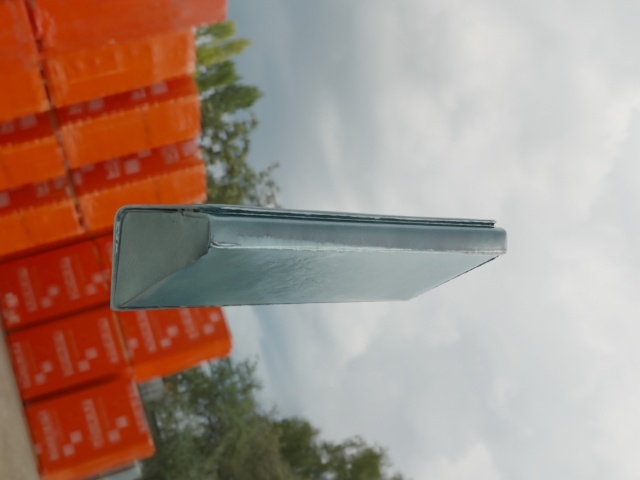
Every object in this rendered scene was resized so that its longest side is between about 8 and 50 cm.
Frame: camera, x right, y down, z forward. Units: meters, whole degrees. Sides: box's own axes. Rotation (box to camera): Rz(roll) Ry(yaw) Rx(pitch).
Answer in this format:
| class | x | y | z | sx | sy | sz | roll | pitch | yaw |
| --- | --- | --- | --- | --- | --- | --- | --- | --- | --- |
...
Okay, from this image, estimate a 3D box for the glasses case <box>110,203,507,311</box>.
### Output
| class | x | y | z | sx | sy | sz | roll | pitch | yaw |
| --- | --- | --- | --- | --- | --- | --- | --- | --- | --- |
| glasses case | 0.000 | 0.000 | 0.659 | 0.105 | 0.266 | 0.056 | -31 | -112 | 40 |
